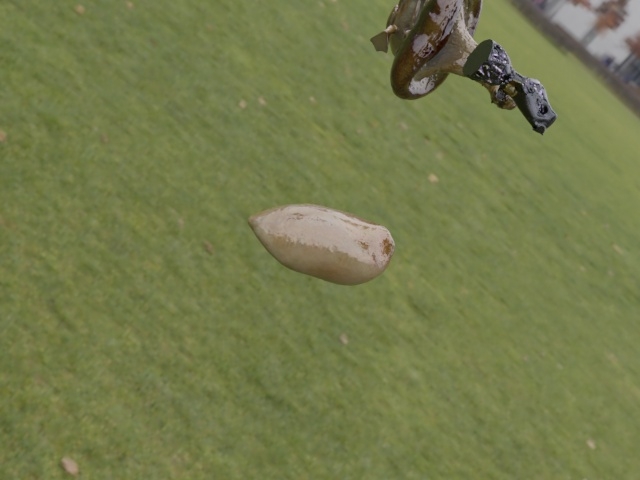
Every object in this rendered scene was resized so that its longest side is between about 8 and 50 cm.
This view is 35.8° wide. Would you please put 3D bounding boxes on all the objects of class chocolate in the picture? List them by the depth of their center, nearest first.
[{"bbox_3d":[0.265,-0.211,1.377,0.147,0.072,0.070,41,-25,-24],"label":"chocolate"}]

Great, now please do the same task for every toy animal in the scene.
[{"bbox_3d":[0.173,-0.411,1.807,0.089,0.188,0.179,30,48,8],"label":"toy animal"}]

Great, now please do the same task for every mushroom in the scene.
[{"bbox_3d":[0.249,-0.297,1.618,0.218,0.227,0.148,35,15,26],"label":"mushroom"}]

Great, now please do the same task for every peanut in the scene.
[{"bbox_3d":[0.000,0.000,0.995,0.152,0.076,0.076,13,25,-9],"label":"peanut"}]
